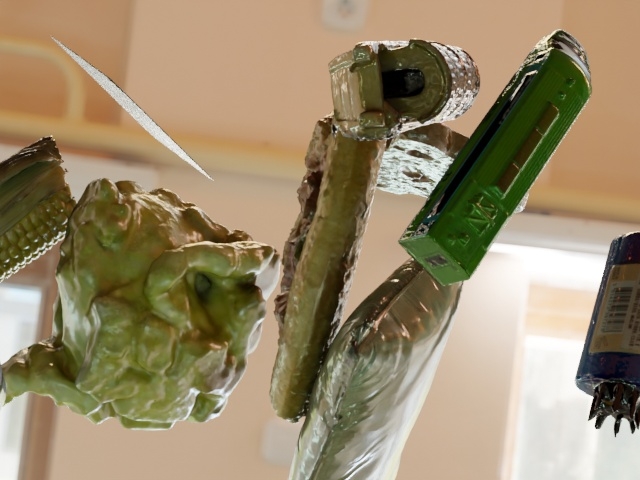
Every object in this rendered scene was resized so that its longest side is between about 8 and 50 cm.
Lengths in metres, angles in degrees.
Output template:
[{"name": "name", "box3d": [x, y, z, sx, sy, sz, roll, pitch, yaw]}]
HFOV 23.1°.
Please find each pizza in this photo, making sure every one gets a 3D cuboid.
[{"name": "pizza", "box3d": [0.000, 0.000, 1.267, 0.058, 0.292, 0.197, 14, -175, -3]}]

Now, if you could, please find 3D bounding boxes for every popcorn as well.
[{"name": "popcorn", "box3d": [-0.176, 0.070, 1.593, 0.237, 0.293, 0.293, 30, 176, 2]}]

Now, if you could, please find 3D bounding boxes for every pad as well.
[{"name": "pad", "box3d": [-0.211, -0.148, 1.766, 0.143, 0.003, 0.211, 36, 174, 43]}]

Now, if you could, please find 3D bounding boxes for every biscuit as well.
[{"name": "biscuit", "box3d": [0.123, -0.106, 2.059, 0.301, 0.043, 0.278, 5, 163, 35]}]

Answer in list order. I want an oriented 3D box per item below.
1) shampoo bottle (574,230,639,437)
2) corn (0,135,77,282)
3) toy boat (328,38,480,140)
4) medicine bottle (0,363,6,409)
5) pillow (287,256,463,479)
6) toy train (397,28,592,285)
[{"name": "shampoo bottle", "box3d": [0.271, 0.078, 1.341, 0.087, 0.183, 0.050, 1, 147, 33]}, {"name": "corn", "box3d": [-0.392, 0.004, 1.650, 0.122, 0.305, 0.123, 43, 160, 41]}, {"name": "toy boat", "box3d": [0.064, -0.107, 1.094, 0.088, 0.068, 0.226, -7, -177, 17]}, {"name": "medicine bottle", "box3d": [-0.339, 0.100, 1.426, 0.086, 0.086, 0.183, 7, 148, 0]}, {"name": "pillow", "box3d": [0.037, 0.133, 1.213, 0.075, 0.302, 0.185, 29, -138, 14]}, {"name": "toy train", "box3d": [0.127, -0.064, 1.013, 0.044, 0.209, 0.042, 44, 154, -17]}]
